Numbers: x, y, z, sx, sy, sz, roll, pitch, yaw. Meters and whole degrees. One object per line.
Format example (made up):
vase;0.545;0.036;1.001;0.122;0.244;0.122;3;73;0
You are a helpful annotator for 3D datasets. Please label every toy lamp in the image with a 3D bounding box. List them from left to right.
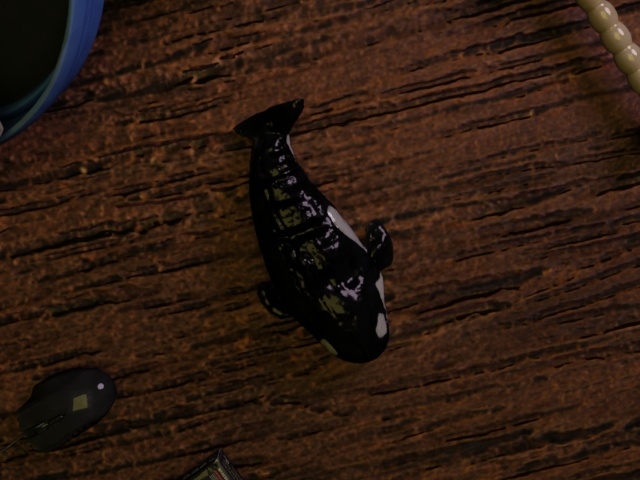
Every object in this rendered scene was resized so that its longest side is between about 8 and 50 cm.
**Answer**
toy lamp;0.289;-0.221;0.933;0.080;0.080;0.275;-34;100;2

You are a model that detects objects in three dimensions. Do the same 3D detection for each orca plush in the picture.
orca plush;0.000;0.000;0.935;0.151;0.102;0.287;-10;97;-1

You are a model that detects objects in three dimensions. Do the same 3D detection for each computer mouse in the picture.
computer mouse;-0.324;0.213;0.982;0.242;0.041;0.071;-34;98;3

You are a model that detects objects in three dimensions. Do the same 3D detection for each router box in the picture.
router box;-0.113;0.303;1.002;0.092;0.038;0.122;-34;98;3

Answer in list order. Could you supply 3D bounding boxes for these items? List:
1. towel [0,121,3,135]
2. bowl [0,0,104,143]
towel;-0.428;-0.145;0.834;0.282;0.049;0.187;48;122;-4
bowl;-0.366;-0.269;0.825;0.391;0.077;0.391;8;115;19
